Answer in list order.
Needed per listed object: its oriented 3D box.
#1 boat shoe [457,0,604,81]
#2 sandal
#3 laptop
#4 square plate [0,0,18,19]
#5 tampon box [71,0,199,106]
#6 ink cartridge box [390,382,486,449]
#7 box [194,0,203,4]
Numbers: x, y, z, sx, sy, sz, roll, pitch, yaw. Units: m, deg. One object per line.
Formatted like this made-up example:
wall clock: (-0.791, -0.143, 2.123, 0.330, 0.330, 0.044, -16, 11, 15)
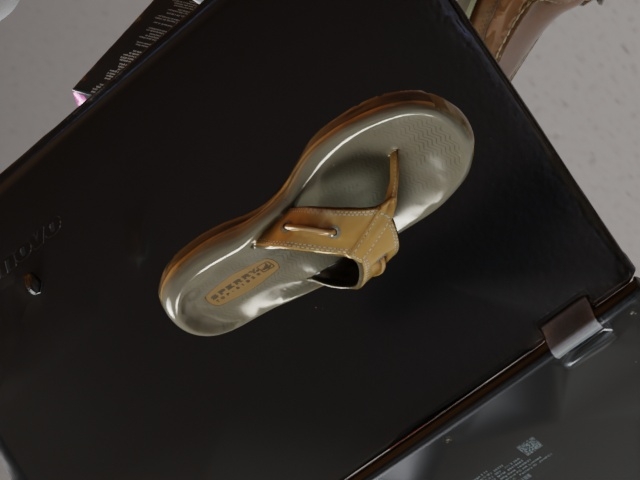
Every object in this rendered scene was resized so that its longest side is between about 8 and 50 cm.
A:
boat shoe: (0.189, -0.222, 1.316, 0.104, 0.111, 0.307, 30, -67, 12)
sandal: (0.000, 0.000, 0.788, 0.180, 0.072, 0.049, -35, -138, 23)
laptop: (0.033, 0.082, 1.022, 0.382, 0.408, 0.236, -37, -140, 21)
square plate: (-0.393, -0.143, 1.280, 0.344, 0.347, 0.049, -10, -79, -4)
tampon box: (-0.129, -0.132, 1.572, 0.101, 0.120, 0.161, 17, -128, 28)
ink cartridge box: (0.106, 0.153, 1.531, 0.045, 0.179, 0.145, -61, -156, 14)
box: (-0.076, -0.228, 1.437, 0.126, 0.137, 0.072, 35, -80, 26)
